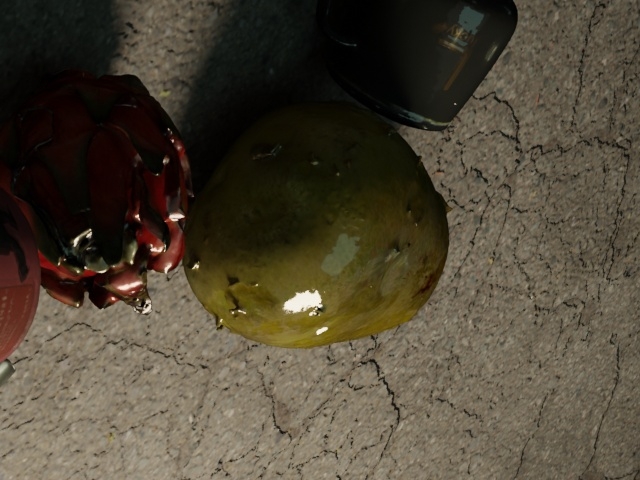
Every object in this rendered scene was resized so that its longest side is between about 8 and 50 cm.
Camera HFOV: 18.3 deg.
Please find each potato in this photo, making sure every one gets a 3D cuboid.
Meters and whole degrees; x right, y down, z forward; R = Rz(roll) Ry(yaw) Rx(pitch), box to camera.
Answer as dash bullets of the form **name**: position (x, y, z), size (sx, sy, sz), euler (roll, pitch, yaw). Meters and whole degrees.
- **potato**: position (0.013, -0.014, 2.071), size (0.270, 0.219, 0.359), euler (-56, 154, 14)

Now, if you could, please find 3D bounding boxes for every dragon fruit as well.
- **dragon fruit**: position (-0.203, -0.043, 1.760), size (0.193, 0.274, 0.192), euler (15, 119, -9)

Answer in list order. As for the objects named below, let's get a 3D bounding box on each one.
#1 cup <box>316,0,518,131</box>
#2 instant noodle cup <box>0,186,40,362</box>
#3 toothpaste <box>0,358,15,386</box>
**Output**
- **cup**: position (0.083, -0.220, 2.055), size (0.223, 0.169, 0.177), euler (16, 112, -35)
- **instant noodle cup**: position (-0.354, 0.032, 1.639), size (0.178, 0.234, 0.235), euler (-2, 118, -61)
- **toothpaste**: position (-0.386, 0.194, 1.881), size (0.239, 0.039, 0.062), euler (-45, 151, -15)
